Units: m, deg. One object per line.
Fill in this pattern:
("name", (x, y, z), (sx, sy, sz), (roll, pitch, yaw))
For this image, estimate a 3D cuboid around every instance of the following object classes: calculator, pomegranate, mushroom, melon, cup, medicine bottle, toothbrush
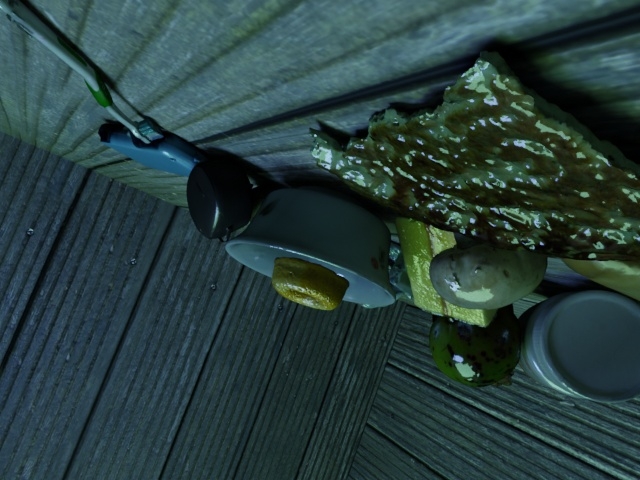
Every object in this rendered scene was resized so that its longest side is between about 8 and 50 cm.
("calculator", (-0.360, -0.196, 1.002), (0.293, 0.051, 0.173), (16, 171, 30))
("pomegranate", (0.348, 0.236, 0.987), (0.248, 0.202, 0.202), (46, 162, -25))
("mushroom", (0.240, 0.032, 0.665), (0.127, 0.166, 0.166), (65, 166, -5))
("melon", (-0.129, -0.080, 1.048), (0.099, 0.099, 0.162), (22, 172, -15))
("cup", (0.000, 0.000, 0.908), (0.347, 0.163, 0.347), (16, 164, 5))
("medicine bottle", (0.530, 0.217, 0.945), (0.211, 0.211, 0.371), (18, 173, 18))
("toothbrush", (-0.343, -0.234, 0.685), (0.040, 0.042, 0.418), (-20, 170, 2))

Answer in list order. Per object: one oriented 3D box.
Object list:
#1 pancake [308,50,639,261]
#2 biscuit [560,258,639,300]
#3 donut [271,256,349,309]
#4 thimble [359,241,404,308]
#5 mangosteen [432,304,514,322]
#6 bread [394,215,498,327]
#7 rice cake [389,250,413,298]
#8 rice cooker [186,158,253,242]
("pancake", (0.166, -0.068, 0.489), (0.304, 0.067, 0.426), (32, 171, -23))
("biscuit", (0.454, 0.053, 0.509), (0.290, 0.062, 0.237), (21, 173, -15))
("donut", (-0.021, 0.078, 0.797), (0.151, 0.058, 0.152), (17, 162, 6))
("thimble", (0.146, 0.082, 1.215), (0.210, 0.186, 0.149), (-12, -179, -10))
("mangosteen", (0.368, 0.168, 1.148), (0.250, 0.211, 0.211), (47, 163, -21))
("bread", (0.272, 0.020, 0.888), (0.167, 0.163, 0.264), (15, 140, 39))
("rice cake", (0.237, 0.079, 1.106), (0.043, 0.127, 0.237), (29, -178, 34))
("rice cooker", (-0.211, -0.083, 0.951), (0.142, 0.118, 0.203), (58, 152, 17))
